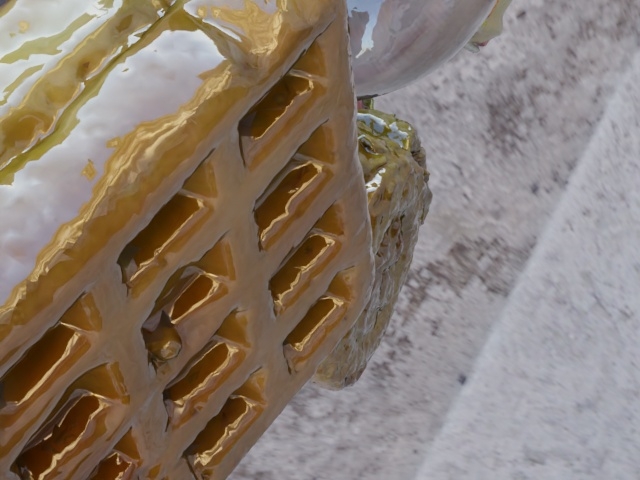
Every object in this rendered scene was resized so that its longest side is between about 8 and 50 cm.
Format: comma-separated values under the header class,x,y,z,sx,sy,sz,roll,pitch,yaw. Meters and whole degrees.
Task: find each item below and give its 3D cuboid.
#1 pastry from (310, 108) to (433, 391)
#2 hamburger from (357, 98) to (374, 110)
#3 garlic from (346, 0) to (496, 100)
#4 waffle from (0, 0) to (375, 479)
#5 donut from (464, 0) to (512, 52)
class,x,y,z,sx,sy,sz,roll,pitch,yaw
pastry,0.000,0.000,1.213,0.132,0.240,0.235,18,66,14
hamburger,-0.069,-0.162,1.682,0.274,0.212,0.274,-10,41,9
garlic,-0.045,-0.209,0.807,0.340,0.246,0.231,15,89,12
waffle,-0.110,0.055,0.493,0.098,0.224,0.327,28,62,23
donut,0.095,-0.386,1.684,0.371,0.307,0.150,43,105,8
